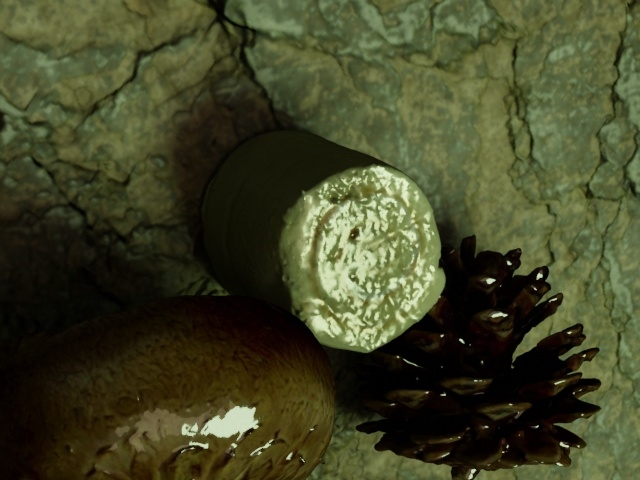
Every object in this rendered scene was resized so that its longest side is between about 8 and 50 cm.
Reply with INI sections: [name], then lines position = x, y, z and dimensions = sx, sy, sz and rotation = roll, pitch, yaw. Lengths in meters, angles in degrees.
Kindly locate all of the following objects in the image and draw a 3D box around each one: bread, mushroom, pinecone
[bread]
position = 0.000, 0.000, 1.451
dimensions = 0.134, 0.141, 0.148
rotation = -36, 119, -18
[mushroom]
position = -0.124, 0.132, 1.350
dimensions = 0.297, 0.278, 0.163
rotation = 30, 54, -66
[pinecone]
position = 0.121, 0.094, 1.525
dimensions = 0.208, 0.208, 0.207
rotation = -9, 109, -28
